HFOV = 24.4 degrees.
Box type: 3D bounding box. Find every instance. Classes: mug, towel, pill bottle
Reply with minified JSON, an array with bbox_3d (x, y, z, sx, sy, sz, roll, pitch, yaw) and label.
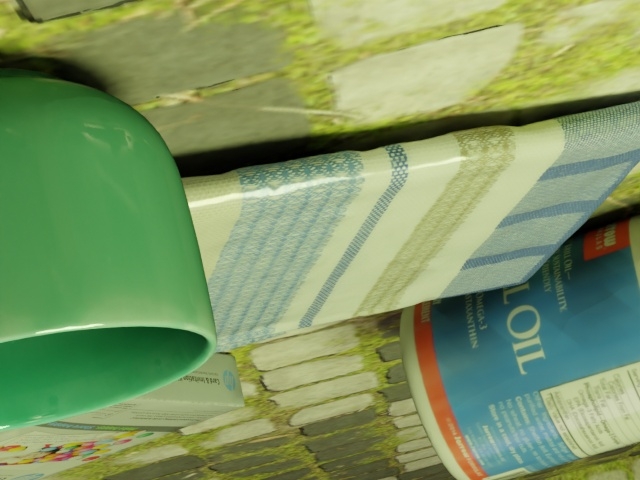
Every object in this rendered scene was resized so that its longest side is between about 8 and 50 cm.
[{"bbox_3d":[-0.118,0.003,0.482,0.158,0.097,0.129,-1,160,-36],"label":"mug"},{"bbox_3d":[0.000,0.000,0.689,0.285,0.034,0.209,-11,161,-17],"label":"towel"},{"bbox_3d":[0.168,0.054,0.847,0.221,0.124,0.124,-21,163,19],"label":"pill bottle"}]

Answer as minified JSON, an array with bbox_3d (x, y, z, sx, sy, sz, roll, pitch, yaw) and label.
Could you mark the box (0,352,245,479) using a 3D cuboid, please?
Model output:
[{"bbox_3d":[-0.163,0.109,0.906,0.186,0.038,0.145,-21,162,25],"label":"box"}]
